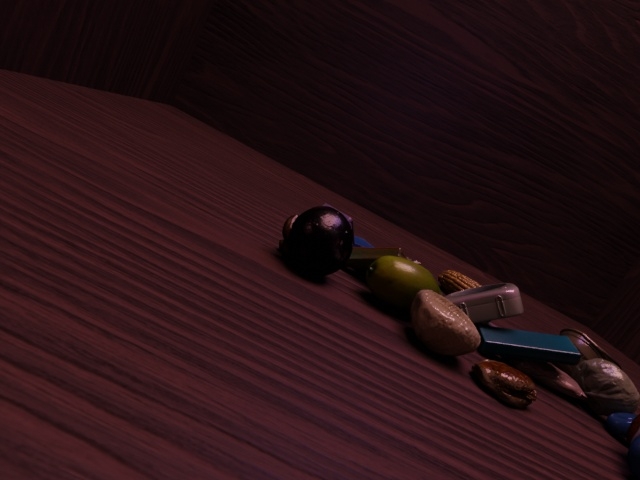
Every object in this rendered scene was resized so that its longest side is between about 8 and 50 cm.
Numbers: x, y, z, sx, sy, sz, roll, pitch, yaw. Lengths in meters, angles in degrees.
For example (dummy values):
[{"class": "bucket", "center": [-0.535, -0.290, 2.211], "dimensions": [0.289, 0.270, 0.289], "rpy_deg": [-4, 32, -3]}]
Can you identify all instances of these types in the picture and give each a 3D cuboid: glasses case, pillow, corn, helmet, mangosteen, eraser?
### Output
[{"class": "glasses case", "center": [0.681, 0.353, 1.474], "dimensions": [0.300, 0.070, 0.117], "rpy_deg": [8, 19, 6]}, {"class": "pillow", "center": [0.748, 0.440, 1.514], "dimensions": [0.270, 0.067, 0.173], "rpy_deg": [27, 11, 1]}, {"class": "corn", "center": [0.659, 0.229, 2.037], "dimensions": [0.130, 0.130, 0.347], "rpy_deg": [22, 11, -25]}, {"class": "helmet", "center": [1.049, 0.494, 1.798], "dimensions": [0.257, 0.137, 0.204], "rpy_deg": [46, -19, 32]}, {"class": "mangosteen", "center": [-0.026, 0.001, 1.339], "dimensions": [0.249, 0.212, 0.211], "rpy_deg": [1, -5, 34]}, {"class": "eraser", "center": [0.128, 0.008, 1.957], "dimensions": [0.311, 0.043, 0.144], "rpy_deg": [16, 16, -45]}]

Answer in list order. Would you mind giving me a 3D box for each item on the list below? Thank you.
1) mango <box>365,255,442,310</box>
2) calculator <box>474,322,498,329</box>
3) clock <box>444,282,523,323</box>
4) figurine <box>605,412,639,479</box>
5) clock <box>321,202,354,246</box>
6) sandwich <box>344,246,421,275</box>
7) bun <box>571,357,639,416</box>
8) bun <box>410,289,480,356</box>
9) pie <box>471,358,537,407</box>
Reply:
[{"class": "mango", "center": [0.292, 0.154, 1.437], "dimensions": [0.342, 0.156, 0.192], "rpy_deg": [25, -10, -40]}, {"class": "calculator", "center": [0.677, 0.366, 1.708], "dimensions": [0.246, 0.045, 0.141], "rpy_deg": [33, 13, 24]}, {"class": "clock", "center": [0.600, 0.234, 1.651], "dimensions": [0.324, 0.264, 0.109], "rpy_deg": [2, 73, -70]}, {"class": "figurine", "center": [0.934, 0.538, 1.187], "dimensions": [0.242, 0.299, 0.416], "rpy_deg": [-1, -4, 24]}, {"class": "clock", "center": [0.055, -0.037, 1.684], "dimensions": [0.144, 0.073, 0.193], "rpy_deg": [33, -23, 23]}, {"class": "sandwich", "center": [0.201, 0.066, 1.549], "dimensions": [0.244, 0.063, 0.212], "rpy_deg": [23, -29, -22]}, {"class": "bun", "center": [0.932, 0.502, 1.476], "dimensions": [0.204, 0.126, 0.213], "rpy_deg": [57, -17, 28]}, {"class": "bun", "center": [0.345, 0.245, 1.263], "dimensions": [0.220, 0.134, 0.220], "rpy_deg": [34, 13, -9]}, {"class": "pie", "center": [0.500, 0.377, 1.208], "dimensions": [0.193, 0.079, 0.163], "rpy_deg": [15, 13, -40]}]
